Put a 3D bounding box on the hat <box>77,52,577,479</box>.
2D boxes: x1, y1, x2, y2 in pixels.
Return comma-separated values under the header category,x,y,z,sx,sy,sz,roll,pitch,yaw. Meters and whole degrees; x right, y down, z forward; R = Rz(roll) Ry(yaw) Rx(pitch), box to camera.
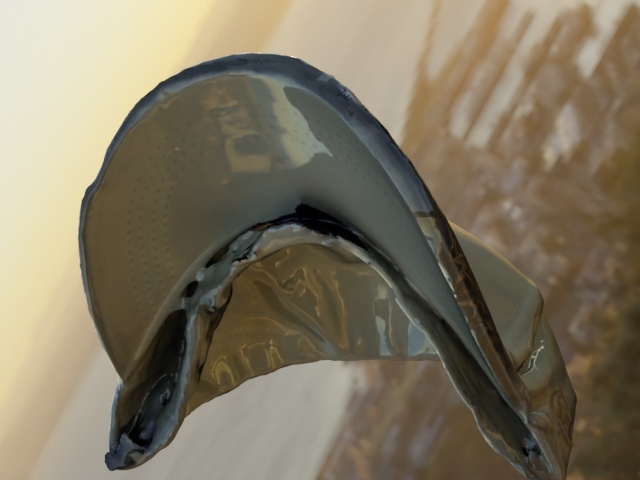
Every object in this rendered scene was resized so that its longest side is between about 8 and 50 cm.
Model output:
category,x,y,z,sx,sy,sz,roll,pitch,yaw
hat,0.000,0.008,0.993,0.301,0.258,0.168,73,-156,-43
